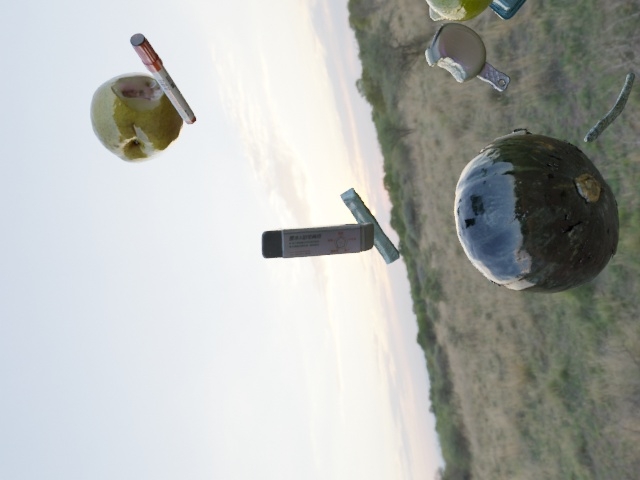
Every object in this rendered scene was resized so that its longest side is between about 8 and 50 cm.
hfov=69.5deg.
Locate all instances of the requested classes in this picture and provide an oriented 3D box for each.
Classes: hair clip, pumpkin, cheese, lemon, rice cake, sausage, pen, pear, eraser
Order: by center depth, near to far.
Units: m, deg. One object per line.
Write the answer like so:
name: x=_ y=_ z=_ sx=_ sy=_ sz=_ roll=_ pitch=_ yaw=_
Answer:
pen: x=-0.259 y=-0.264 z=0.782 sx=0.239 sy=0.028 sz=0.028 roll=77 pitch=-177 yaw=-76
lemon: x=0.342 y=-0.625 z=1.069 sx=0.248 sy=0.184 sz=0.184 roll=-57 pitch=19 yaw=34
pumpkin: x=0.575 y=-0.073 z=1.234 sx=0.454 sy=0.344 sz=0.454 roll=9 pitch=-108 yaw=-31
eraser: x=0.000 y=0.000 z=1.333 sx=0.061 sy=0.352 sz=0.089 roll=-147 pitch=55 yaw=-71
pear: x=-0.529 y=-0.353 z=1.340 sx=0.271 sy=0.271 sz=0.271 roll=-12 pitch=-90 yaw=-79
hair clip: x=0.870 y=-0.391 z=1.372 sx=0.066 sy=0.229 sz=0.036 roll=19 pitch=-164 yaw=-43
cheese: x=0.471 y=-0.560 z=1.447 sx=0.163 sy=0.286 sz=0.082 roll=-58 pitch=6 yaw=-4
rice cake: x=0.184 y=-0.053 z=1.704 sx=0.336 sy=0.066 sz=0.063 roll=52 pitch=-166 yaw=-19
sausage: x=0.755 y=-0.412 z=1.827 sx=0.024 sy=0.132 sz=0.024 roll=5 pitch=-98 yaw=-36

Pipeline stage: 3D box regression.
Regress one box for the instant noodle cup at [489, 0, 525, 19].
instant noodle cup: x=0.607 y=-0.842 z=1.509 sx=0.179 sy=0.157 sz=0.070 roll=40 pitch=-160 yaw=0

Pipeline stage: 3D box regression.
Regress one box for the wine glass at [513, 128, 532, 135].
wine glass: x=0.882 y=-0.380 z=2.051 sx=0.103 sy=0.103 sz=0.222 roll=-88 pitch=-6 yaw=-53
